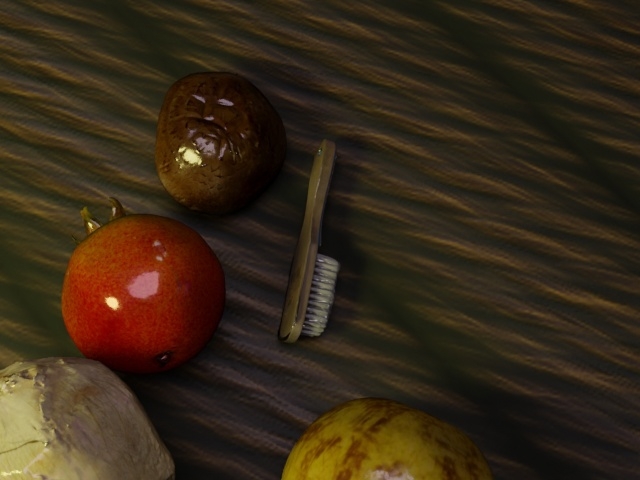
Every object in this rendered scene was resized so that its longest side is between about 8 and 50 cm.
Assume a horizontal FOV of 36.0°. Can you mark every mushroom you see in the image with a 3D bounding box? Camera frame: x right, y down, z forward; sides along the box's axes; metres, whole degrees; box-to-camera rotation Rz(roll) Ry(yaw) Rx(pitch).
[{"bbox_3d":[-0.147,-0.155,1.463,0.194,0.138,0.231,-2,68,-4],"label":"mushroom"}]

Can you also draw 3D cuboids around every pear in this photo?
[{"bbox_3d":[0.081,0.333,1.207,0.281,0.280,0.280,1,67,-2],"label":"pear"}]

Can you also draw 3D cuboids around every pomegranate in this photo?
[{"bbox_3d":[-0.245,0.056,1.330,0.221,0.221,0.256,-29,70,-14],"label":"pomegranate"}]

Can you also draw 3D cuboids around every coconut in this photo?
[{"bbox_3d":[-0.338,0.273,1.167,0.297,0.297,0.254,-43,112,-18],"label":"coconut"}]

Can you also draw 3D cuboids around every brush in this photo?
[{"bbox_3d":[0.000,0.000,1.451,0.065,0.070,0.327,16,65,-16],"label":"brush"}]
